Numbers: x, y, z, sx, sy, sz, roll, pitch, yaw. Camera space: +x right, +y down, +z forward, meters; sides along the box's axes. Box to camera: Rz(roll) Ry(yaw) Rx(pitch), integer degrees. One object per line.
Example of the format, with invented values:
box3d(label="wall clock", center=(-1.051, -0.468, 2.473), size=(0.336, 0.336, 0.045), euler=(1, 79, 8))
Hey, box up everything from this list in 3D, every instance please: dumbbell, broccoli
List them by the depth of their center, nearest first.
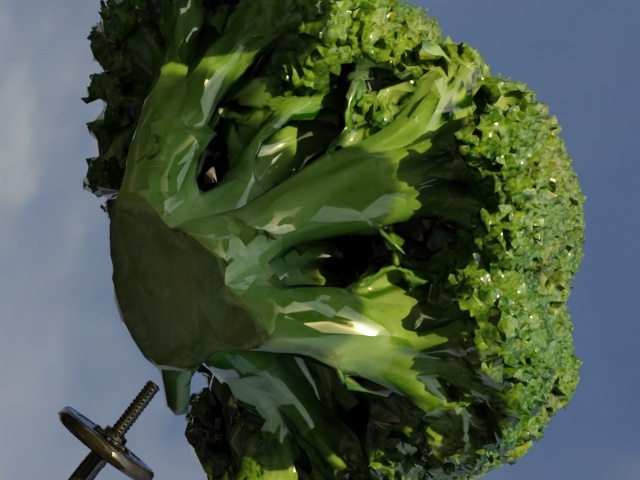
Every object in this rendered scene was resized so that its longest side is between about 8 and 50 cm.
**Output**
box3d(label="dumbbell", center=(-0.141, 0.141, 1.078), size=(0.147, 0.069, 0.069), euler=(-52, -140, -5))
box3d(label="broccoli", center=(0.007, 0.001, 1.195), size=(0.310, 0.321, 0.413), euler=(-88, 175, -74))
